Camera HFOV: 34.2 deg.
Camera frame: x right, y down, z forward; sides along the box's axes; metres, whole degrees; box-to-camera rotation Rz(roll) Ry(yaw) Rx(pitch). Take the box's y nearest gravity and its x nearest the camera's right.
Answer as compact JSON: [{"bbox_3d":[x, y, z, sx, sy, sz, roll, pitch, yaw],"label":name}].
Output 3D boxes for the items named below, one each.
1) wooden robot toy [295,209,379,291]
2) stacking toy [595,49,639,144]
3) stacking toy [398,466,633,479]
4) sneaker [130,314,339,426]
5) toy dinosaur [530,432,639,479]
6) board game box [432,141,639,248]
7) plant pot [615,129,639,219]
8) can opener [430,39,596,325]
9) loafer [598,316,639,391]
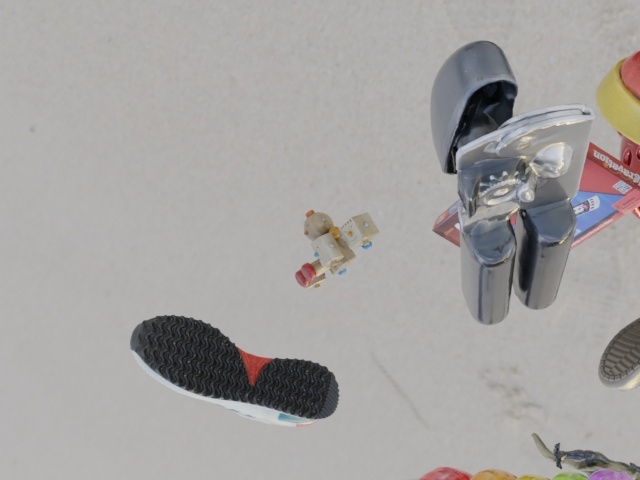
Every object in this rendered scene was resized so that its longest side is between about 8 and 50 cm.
[{"bbox_3d":[0.000,0.000,1.195,0.079,0.076,0.173,62,155,11],"label":"wooden robot toy"},{"bbox_3d":[0.418,-0.102,0.836,0.309,0.279,0.130,-3,134,-20],"label":"stacking toy"},{"bbox_3d":[0.194,0.233,0.775,0.302,0.166,0.175,-21,161,32],"label":"stacking toy"},{"bbox_3d":[-0.071,0.108,0.786,0.161,0.057,0.075,19,149,-13],"label":"sneaker"},{"bbox_3d":[0.418,0.349,1.598,0.268,0.064,0.118,13,-178,38],"label":"toy dinosaur"},{"bbox_3d":[0.266,-0.039,1.292,0.145,0.027,0.281,31,149,-8],"label":"board game box"},{"bbox_3d":[0.531,-0.137,1.525,0.191,0.174,0.191,-3,148,-2],"label":"plant pot"},{"bbox_3d":[0.116,-0.029,0.656,0.076,0.095,0.283,-18,159,1],"label":"can opener"},{"bbox_3d":[0.568,0.159,1.690,0.092,0.268,0.102,52,172,-26],"label":"loafer"}]
